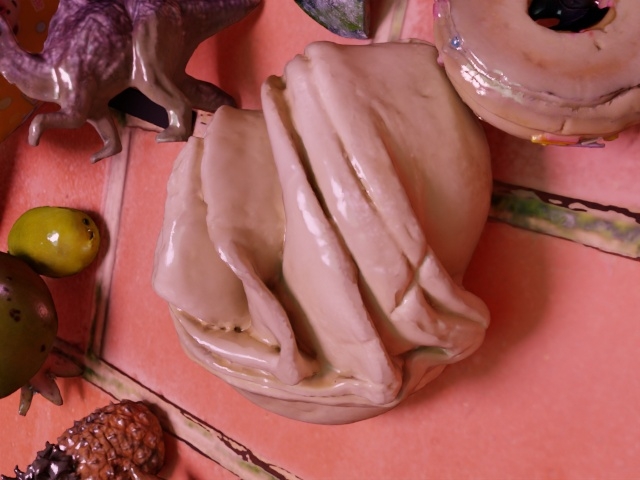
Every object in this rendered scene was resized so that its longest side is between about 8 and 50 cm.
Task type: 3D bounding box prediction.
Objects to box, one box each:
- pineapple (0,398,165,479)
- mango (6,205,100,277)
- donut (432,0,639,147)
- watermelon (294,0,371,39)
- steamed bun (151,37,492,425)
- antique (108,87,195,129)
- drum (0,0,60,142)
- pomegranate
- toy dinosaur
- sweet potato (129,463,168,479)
[{"bbox_3d":[-0.268,0.244,0.734,0.108,0.198,0.108,17,113,46],"label":"pineapple"},{"bbox_3d":[-0.343,0.004,0.849,0.165,0.074,0.091,-9,87,35],"label":"mango"},{"bbox_3d":[0.156,-0.137,0.451,0.175,0.068,0.174,0,68,0],"label":"donut"},{"bbox_3d":[0.009,-0.235,0.606,0.155,0.080,0.101,13,135,32],"label":"watermelon"},{"bbox_3d":[-0.001,-0.003,0.523,0.289,0.203,0.276,-36,71,31],"label":"steamed bun"},{"bbox_3d":[-0.214,-0.158,0.785,0.192,0.015,0.031,25,108,33],"label":"antique"},{"bbox_3d":[-0.434,-0.287,0.677,0.431,0.431,0.214,31,73,31],"label":"drum"},{"bbox_3d":[-0.381,0.117,0.803,0.182,0.224,0.181,-13,51,17],"label":"pomegranate"},{"bbox_3d":[-0.176,-0.158,0.610,0.077,0.294,0.162,-8,97,49],"label":"toy dinosaur"},{"bbox_3d":[-0.119,0.357,0.711,0.059,0.067,0.281,108,139,-70],"label":"sweet potato"}]
